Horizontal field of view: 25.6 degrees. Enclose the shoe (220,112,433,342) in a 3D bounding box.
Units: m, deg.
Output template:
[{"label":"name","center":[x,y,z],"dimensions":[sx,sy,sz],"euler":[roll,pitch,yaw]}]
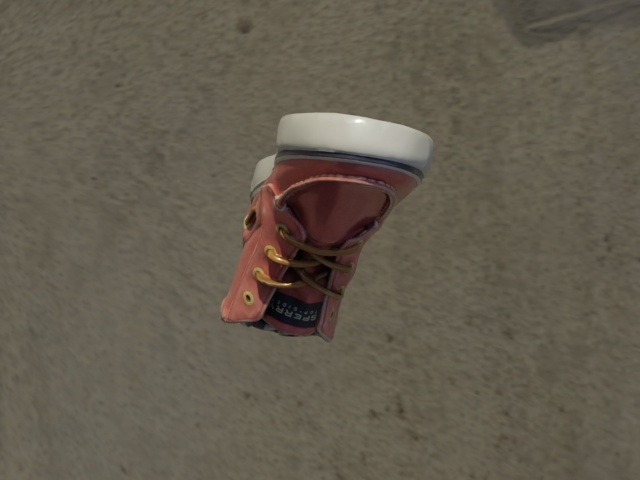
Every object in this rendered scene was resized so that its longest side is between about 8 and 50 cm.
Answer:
[{"label":"shoe","center":[0.000,0.000,0.596],"dimensions":[0.064,0.178,0.081],"euler":[12,82,-11]}]
